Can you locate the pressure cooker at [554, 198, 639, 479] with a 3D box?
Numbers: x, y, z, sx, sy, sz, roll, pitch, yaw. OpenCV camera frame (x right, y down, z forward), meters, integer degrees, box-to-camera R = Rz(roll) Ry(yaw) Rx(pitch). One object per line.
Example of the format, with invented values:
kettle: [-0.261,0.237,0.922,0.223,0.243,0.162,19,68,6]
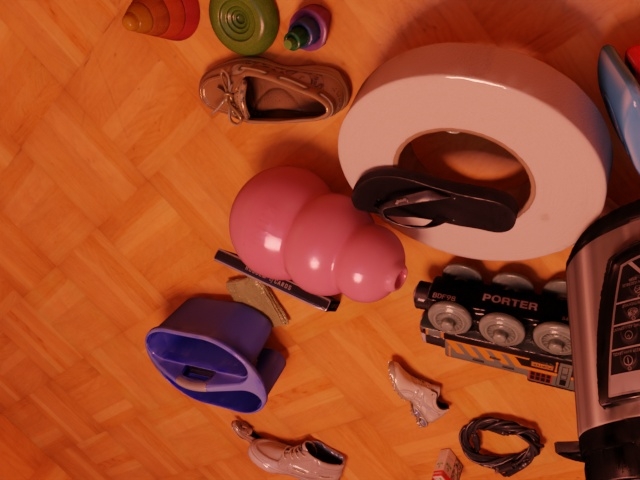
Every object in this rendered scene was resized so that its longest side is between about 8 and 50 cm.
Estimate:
pressure cooker: [0.507,0.182,0.738,0.375,0.421,0.370,6,153,3]

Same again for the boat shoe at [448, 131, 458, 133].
boat shoe: [0.242,-0.201,0.887,0.254,0.079,0.095,19,137,16]

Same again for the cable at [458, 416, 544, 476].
cable: [0.386,0.431,1.297,0.150,0.047,0.184,37,134,5]

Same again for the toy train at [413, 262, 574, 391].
toy train: [0.328,0.156,1.070,0.333,0.142,0.190,9,136,22]

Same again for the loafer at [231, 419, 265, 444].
loafer: [-0.192,0.531,1.666,0.039,0.045,0.125,-32,112,22]

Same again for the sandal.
sandal: [0.158,-0.052,0.896,0.254,0.055,0.097,9,147,27]

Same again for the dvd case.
dvd case: [-0.080,0.082,1.212,0.238,0.179,0.030,25,88,9]

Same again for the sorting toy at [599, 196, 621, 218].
sorting toy: [0.457,-0.023,0.950,0.083,0.012,0.062,40,127,0]

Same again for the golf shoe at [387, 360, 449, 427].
golf shoe: [0.210,0.316,1.300,0.086,0.069,0.176,-29,111,18]

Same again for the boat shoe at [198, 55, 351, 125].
boat shoe: [-0.095,-0.248,1.020,0.285,0.089,0.105,5,125,25]

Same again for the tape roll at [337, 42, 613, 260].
tape roll: [0.217,-0.109,0.888,0.391,0.072,0.392,18,150,11]

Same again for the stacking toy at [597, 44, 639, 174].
stacking toy: [0.507,-0.202,0.721,0.301,0.166,0.175,-23,120,25]

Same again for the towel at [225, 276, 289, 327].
towel: [-0.142,0.140,1.365,0.110,0.027,0.148,-15,116,35]

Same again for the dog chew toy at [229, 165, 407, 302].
dog chew toy: [0.000,0.000,1.038,0.331,0.206,0.207,27,134,33]

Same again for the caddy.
caddy: [-0.249,0.274,1.395,0.341,0.179,0.241,4,128,32]

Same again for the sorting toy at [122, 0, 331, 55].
sorting toy: [-0.170,-0.345,0.966,0.365,0.126,0.127,15,128,18]

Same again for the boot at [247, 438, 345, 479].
boot: [-0.060,0.560,1.593,0.258,0.095,0.123,19,124,3]

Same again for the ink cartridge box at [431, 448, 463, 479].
ink cartridge box: [0.285,0.538,1.372,0.029,0.115,0.063,-26,109,38]
